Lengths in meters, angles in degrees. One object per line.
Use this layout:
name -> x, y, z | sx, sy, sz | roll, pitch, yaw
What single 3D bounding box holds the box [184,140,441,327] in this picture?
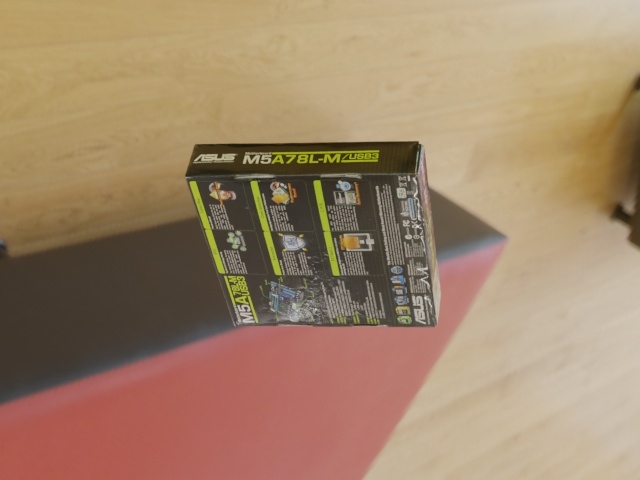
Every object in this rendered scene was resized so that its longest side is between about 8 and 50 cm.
box -> 0.000, 0.000, 0.920 | 0.190, 0.184, 0.045 | 76, 20, -46
